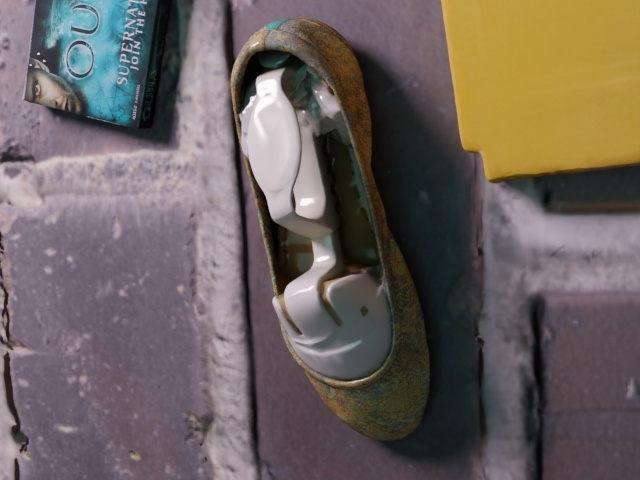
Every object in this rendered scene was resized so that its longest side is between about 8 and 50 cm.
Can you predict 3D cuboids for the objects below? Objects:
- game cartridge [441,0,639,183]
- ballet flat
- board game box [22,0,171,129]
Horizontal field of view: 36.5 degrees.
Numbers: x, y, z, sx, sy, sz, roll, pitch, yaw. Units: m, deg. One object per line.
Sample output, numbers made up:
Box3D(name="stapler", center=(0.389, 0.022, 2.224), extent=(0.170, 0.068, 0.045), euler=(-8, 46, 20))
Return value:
Box3D(name="game cartridge", center=(0.242, -0.198, 0.672), extent=(0.323, 0.052, 0.285), euler=(-6, 95, 24))
Box3D(name="ballet flat", center=(0.000, 0.000, 0.754), extent=(0.123, 0.123, 0.349), euler=(-10, 94, 22))
Box3D(name="board game box", center=(-0.192, -0.201, 0.848), extent=(0.126, 0.026, 0.186), euler=(15, 102, 18))
